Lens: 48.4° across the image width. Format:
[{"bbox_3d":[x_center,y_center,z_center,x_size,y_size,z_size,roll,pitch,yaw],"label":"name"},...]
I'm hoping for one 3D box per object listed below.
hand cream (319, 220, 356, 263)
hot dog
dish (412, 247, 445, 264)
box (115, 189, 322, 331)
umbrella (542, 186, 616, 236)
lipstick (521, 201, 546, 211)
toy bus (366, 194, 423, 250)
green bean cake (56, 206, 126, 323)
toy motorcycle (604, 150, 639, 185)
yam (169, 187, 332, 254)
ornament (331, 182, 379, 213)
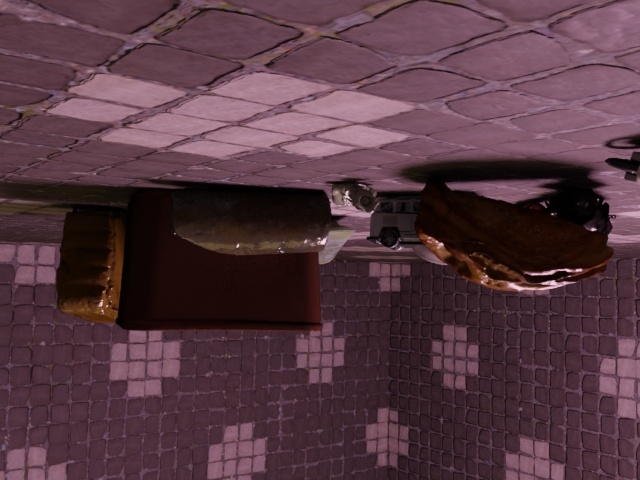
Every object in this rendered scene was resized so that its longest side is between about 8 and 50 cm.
[{"bbox_3d":[0.000,0.000,1.647,0.147,0.093,0.306,0,174,-1],"label":"hand cream"},{"bbox_3d":[0.246,0.010,0.952,0.259,0.114,0.175,22,172,15],"label":"hot dog"},{"bbox_3d":[0.258,-0.022,1.460,0.141,0.078,0.141,0,-146,0],"label":"dish"},{"bbox_3d":[-0.181,0.041,1.273,0.339,0.230,0.239,3,175,-20],"label":"box"},{"bbox_3d":[0.380,-0.026,1.048,0.118,0.118,0.340,0,174,17],"label":"umbrella"},{"bbox_3d":[0.361,-0.037,1.251,0.063,0.057,0.186,1,173,2],"label":"lipstick"},{"bbox_3d":[0.175,-0.029,1.153,0.193,0.089,0.087,0,175,16],"label":"toy bus"},{"bbox_3d":[-0.462,0.057,1.493,0.131,0.224,0.230,0,166,1],"label":"green bean cake"},{"bbox_3d":[0.412,-0.054,0.722,0.221,0.102,0.150,6,-164,-20],"label":"toy motorcycle"},{"bbox_3d":[-0.108,-0.029,1.126,0.259,0.106,0.106,1,176,-14],"label":"yam"},{"bbox_3d":[0.049,-0.065,1.043,0.068,0.041,0.092,7,-174,-1],"label":"ornament"}]
